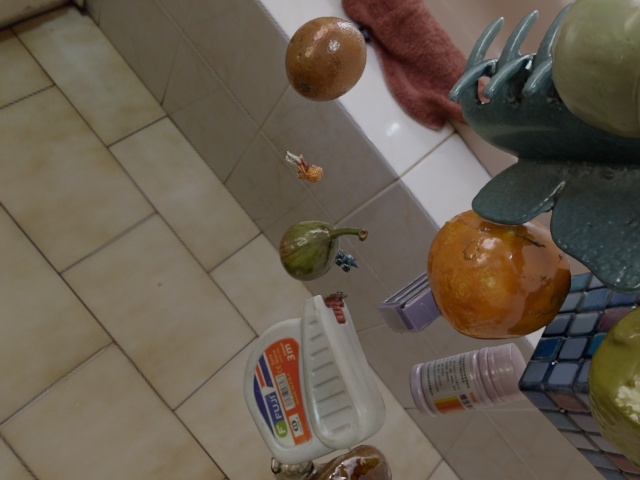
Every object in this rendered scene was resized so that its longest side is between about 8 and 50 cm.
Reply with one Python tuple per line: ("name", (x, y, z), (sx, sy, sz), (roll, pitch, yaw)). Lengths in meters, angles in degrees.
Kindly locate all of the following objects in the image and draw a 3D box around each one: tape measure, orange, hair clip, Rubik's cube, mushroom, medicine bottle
("tape measure", (-0.014, 0.260, 0.946), (0.130, 0.265, 0.258), (10, 54, -59))
("orange", (0.010, -0.432, 1.222), (0.206, 0.206, 0.205), (8, 70, -23))
("hair clip", (0.356, -0.178, 0.703), (0.392, 0.318, 0.238), (-50, 124, -13))
("Rubik's cube", (0.568, 0.224, 0.843), (0.293, 0.292, 0.287), (46, 62, -11))
("mushroom", (0.012, 0.591, 1.168), (0.346, 0.345, 0.260), (-31, 58, -30))
("medicine bottle", (0.346, 0.328, 1.191), (0.133, 0.250, 0.133), (41, 38, -41))
("orange", (0.313, 0.055, 0.910), (0.246, 0.246, 0.245), (8, 70, -23))

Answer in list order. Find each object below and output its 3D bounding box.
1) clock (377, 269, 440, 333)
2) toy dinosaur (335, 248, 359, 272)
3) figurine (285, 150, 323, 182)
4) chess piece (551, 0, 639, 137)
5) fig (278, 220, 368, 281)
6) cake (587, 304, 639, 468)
("clock", (0.234, 0.122, 1.119), (0.194, 0.145, 0.073), (-33, 89, -15))
("toy dinosaur", (0.070, 0.053, 1.391), (0.083, 0.030, 0.047), (39, 58, 2))
("figurine", (-0.045, -0.177, 1.237), (0.109, 0.064, 0.047), (35, 53, 15))
("chess piece", (0.293, -0.096, 0.317), (0.183, 0.182, 0.330), (1, 30, -25))
("fig", (0.000, 0.000, 1.247), (0.152, 0.259, 0.151), (15, 59, -27))
("cake", (0.381, 0.151, 0.437), (0.179, 0.261, 0.156), (-46, 141, -12))
